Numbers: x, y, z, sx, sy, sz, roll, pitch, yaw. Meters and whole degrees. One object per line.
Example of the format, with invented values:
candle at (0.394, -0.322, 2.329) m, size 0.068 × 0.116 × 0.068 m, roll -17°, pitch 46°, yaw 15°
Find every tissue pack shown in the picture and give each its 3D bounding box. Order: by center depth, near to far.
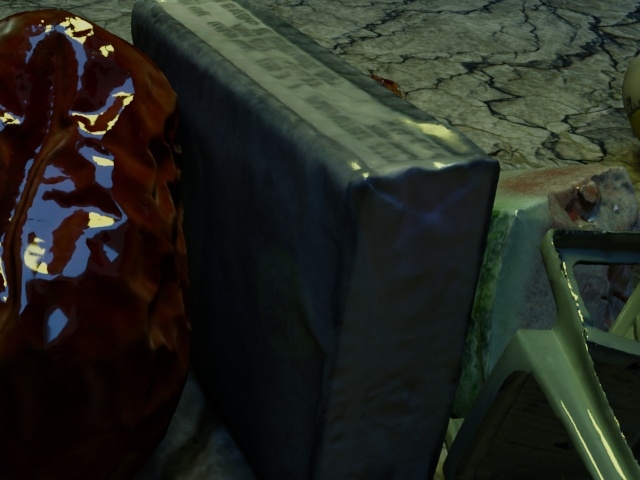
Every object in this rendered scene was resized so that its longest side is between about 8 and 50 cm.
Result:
tissue pack at (-0.038, -0.006, 0.711) m, size 0.124 × 0.288 × 0.394 m, roll -8°, pitch 32°, yaw -26°

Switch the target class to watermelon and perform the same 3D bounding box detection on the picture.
watermelon at (0.188, 0.044, 0.844) m, size 0.232 × 0.193 × 0.310 m, roll -10°, pitch 13°, yaw 12°

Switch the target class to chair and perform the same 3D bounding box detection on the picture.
chair at (0.185, 0.122, 0.598) m, size 0.191 × 0.203 × 0.274 m, roll 7°, pitch 39°, yaw -16°

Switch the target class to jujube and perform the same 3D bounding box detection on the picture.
jujube at (-0.185, 0.007, 0.624) m, size 0.216 × 0.216 × 0.342 m, roll 4°, pitch 70°, yaw -3°

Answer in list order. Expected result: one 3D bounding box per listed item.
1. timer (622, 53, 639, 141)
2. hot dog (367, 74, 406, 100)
timer at (0.556, -0.156, 1.190) m, size 0.285 × 0.285 × 0.285 m, roll 4°, pitch 28°, yaw -2°
hot dog at (0.032, -0.219, 1.361) m, size 0.191 × 0.059 × 0.108 m, roll -6°, pitch 35°, yaw -25°
